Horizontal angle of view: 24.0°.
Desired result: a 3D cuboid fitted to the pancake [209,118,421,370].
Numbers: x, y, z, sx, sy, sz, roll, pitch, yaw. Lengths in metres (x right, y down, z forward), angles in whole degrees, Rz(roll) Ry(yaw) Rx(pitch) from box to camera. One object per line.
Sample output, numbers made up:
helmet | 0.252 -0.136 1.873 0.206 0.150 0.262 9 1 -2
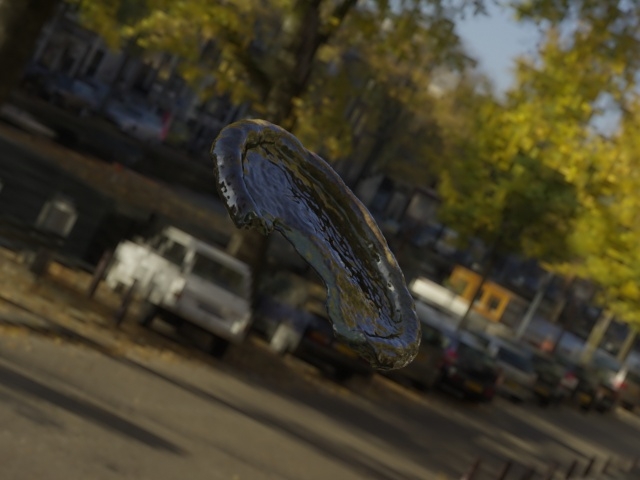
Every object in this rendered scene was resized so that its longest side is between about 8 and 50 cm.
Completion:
pancake | 0.000 0.000 1.487 0.286 0.033 0.288 19 40 -57
